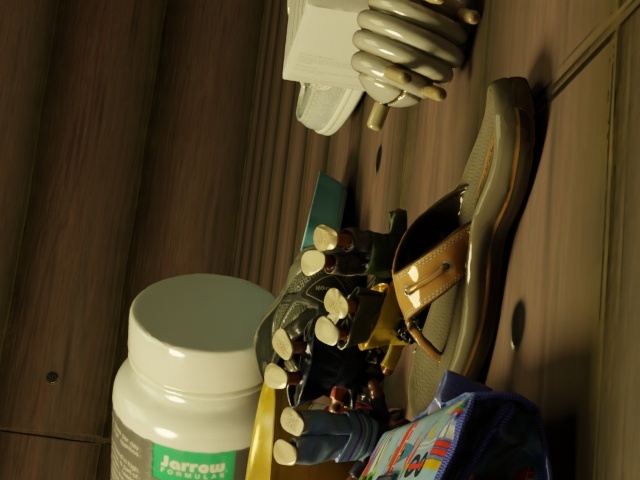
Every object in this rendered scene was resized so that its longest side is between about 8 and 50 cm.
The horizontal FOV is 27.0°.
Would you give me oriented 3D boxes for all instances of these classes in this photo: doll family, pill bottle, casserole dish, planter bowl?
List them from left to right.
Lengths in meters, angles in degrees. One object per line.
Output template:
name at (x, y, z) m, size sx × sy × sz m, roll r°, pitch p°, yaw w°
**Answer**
pill bottle at (-0.138, 0.234, 1.522) m, size 0.204 × 0.204 × 0.361 m, roll -96°, pitch 10°, yaw -62°
planter bowl at (-0.013, 0.219, 1.110) m, size 0.217 × 0.090 × 0.217 m, roll -172°, pitch 90°, yaw -83°
casserole dish at (0.000, 0.000, 1.392) m, size 0.188 × 0.037 × 0.114 m, roll -79°, pitch 2°, yaw -68°
doll family at (0.032, 0.077, 0.891) m, size 0.076 × 0.111 × 0.193 m, roll 39°, pitch 113°, yaw 42°

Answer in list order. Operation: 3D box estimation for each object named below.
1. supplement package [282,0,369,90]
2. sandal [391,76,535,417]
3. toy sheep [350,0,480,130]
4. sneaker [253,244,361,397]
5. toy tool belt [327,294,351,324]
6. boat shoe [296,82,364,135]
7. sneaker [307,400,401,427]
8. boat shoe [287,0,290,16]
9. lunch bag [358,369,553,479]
supplement package at (0.031, -0.215, 1.195) m, size 0.179 × 0.105 × 0.105 m, roll 126°, pitch 151°, yaw -74°
sandal at (0.075, 0.006, 0.784) m, size 0.090 × 0.060 × 0.219 m, roll -95°, pitch 15°, yaw -61°
toy sheep at (0.063, -0.140, 0.950) m, size 0.132 × 0.091 × 0.091 m, roll -63°, pitch 9°, yaw 3°
sneaker at (-0.020, 0.118, 1.298) m, size 0.227 × 0.087 × 0.130 m, roll 115°, pitch 168°, yaw -50°
toy tool belt at (0.031, 0.071, 1.148) m, size 0.051 × 0.052 × 0.083 m, roll -50°, pitch -6°, yaw -29°
boat shoe at (0.012, -0.245, 1.381) m, size 0.320 × 0.103 × 0.118 m, roll 107°, pitch 169°, yaw -48°
sneaker at (0.039, 0.146, 1.030) m, size 0.118 × 0.067 × 0.042 m, roll 14°, pitch -100°, yaw -67°
boat shoe at (-0.002, -0.308, 1.606) m, size 0.104 × 0.089 × 0.285 m, roll 125°, pitch 151°, yaw -73°
lunch bag at (0.044, 0.208, 0.679) m, size 0.221 × 0.138 × 0.293 m, roll 118°, pitch 171°, yaw -72°
